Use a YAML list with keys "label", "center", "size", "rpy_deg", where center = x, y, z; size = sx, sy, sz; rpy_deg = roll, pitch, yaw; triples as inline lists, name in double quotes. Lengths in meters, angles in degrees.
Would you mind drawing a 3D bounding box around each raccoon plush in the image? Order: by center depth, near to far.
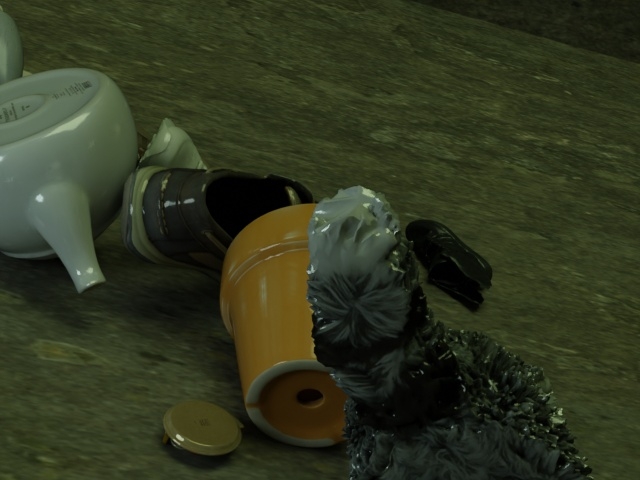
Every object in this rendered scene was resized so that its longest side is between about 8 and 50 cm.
- label: "raccoon plush"
  center: [0.125, 0.105, 1.217]
  size: [0.216, 0.446, 0.299]
  rpy_deg: [-5, 25, 8]

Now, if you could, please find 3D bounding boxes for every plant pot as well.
- label: "plant pot"
  center: [-0.006, 0.099, 1.378]
  size: [0.205, 0.205, 0.188]
  rpy_deg: [15, 40, -10]

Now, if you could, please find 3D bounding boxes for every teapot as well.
- label: "teapot"
  center: [-0.308, -0.066, 1.507]
  size: [0.252, 0.187, 0.256]
  rpy_deg: [0, 33, 28]

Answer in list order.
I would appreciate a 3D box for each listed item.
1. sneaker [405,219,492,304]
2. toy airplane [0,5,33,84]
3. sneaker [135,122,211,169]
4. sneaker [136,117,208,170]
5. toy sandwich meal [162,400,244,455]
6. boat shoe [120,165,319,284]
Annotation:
- label: "sneaker"
  center: [0.167, 0.026, 1.812]
  size: [0.170, 0.051, 0.089]
  rpy_deg: [36, 24, 25]
- label: "toy airplane"
  center: [-0.531, -0.255, 1.585]
  size: [0.384, 0.272, 0.386]
  rpy_deg: [33, 15, 7]
- label: "sneaker"
  center: [-0.228, -0.100, 1.794]
  size: [0.188, 0.066, 0.071]
  rpy_deg: [27, 41, 29]
- label: "sneaker"
  center: [-0.157, -0.066, 1.600]
  size: [0.095, 0.090, 0.235]
  rpy_deg: [30, -15, 11]
- label: "toy sandwich meal"
  center: [-0.114, 0.184, 1.297]
  size: [0.085, 0.029, 0.085]
  rpy_deg: [15, 29, -8]
- label: "boat shoe"
  center: [-0.070, -0.009, 1.530]
  size: [0.130, 0.132, 0.355]
  rpy_deg: [-3, -5, 34]
